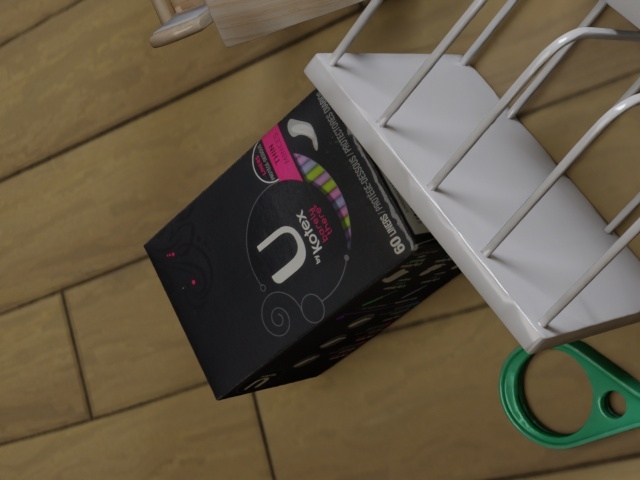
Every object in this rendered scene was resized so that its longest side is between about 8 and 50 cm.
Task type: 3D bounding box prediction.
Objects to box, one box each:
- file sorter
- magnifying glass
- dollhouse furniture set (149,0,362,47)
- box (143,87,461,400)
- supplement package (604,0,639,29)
[{"bbox_3d":[0.168,-0.090,1.023,0.277,0.193,0.173,53,124,23],"label":"file sorter"},{"bbox_3d":[0.240,0.130,1.099,0.231,0.026,0.092,7,100,39],"label":"magnifying glass"},{"bbox_3d":[-0.085,-0.328,1.104,0.286,0.198,0.303,-15,112,27],"label":"dollhouse furniture set"},{"bbox_3d":[0.000,0.000,1.209,0.270,0.143,0.165,-40,69,37],"label":"box"},{"bbox_3d":[0.286,-0.226,0.893,0.262,0.145,0.204,47,148,27],"label":"supplement package"}]
